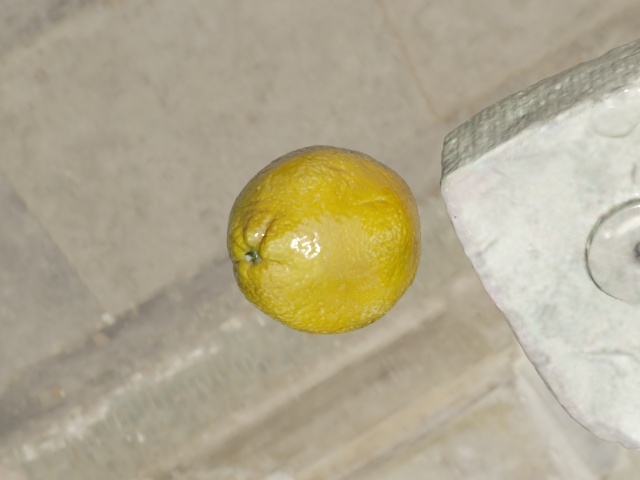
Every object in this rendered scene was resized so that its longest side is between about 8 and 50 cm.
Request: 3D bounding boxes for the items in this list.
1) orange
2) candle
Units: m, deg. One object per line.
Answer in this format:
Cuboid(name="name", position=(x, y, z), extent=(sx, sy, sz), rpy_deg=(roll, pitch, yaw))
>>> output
Cuboid(name="orange", position=(0.000, 0.000, 0.749), extent=(0.095, 0.085, 0.085), rpy_deg=(-8, 129, -44))
Cuboid(name="candle", position=(0.132, -0.011, 0.720), extent=(0.169, 0.068, 0.192), rpy_deg=(16, 114, -3))
